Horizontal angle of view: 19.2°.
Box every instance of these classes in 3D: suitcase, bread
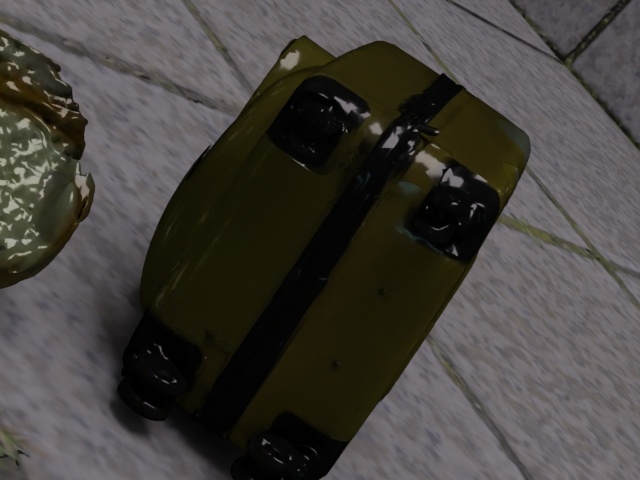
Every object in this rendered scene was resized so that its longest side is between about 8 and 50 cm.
[{"bbox_3d":[0.000,0.000,0.963,0.143,0.194,0.235,34,17,3],"label":"suitcase"},{"bbox_3d":[-0.208,-0.054,0.822,0.232,0.088,0.128,23,62,-38],"label":"bread"}]
